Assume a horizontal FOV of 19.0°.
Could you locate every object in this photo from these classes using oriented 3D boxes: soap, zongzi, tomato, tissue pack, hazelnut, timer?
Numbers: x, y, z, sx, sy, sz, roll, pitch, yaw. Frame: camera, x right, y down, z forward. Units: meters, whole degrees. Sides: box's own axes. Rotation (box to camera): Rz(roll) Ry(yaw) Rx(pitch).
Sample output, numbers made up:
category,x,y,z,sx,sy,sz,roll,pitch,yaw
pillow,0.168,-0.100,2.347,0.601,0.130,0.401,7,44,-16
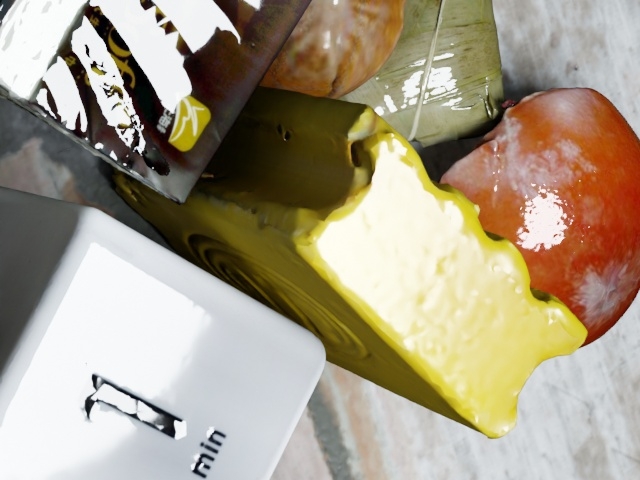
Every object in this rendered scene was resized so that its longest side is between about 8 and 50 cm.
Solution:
category,x,y,z,sx,sy,sz,roll,pitch,yaw
soap,0.000,0.000,1.210,0.096,0.324,0.204,-50,116,-11
zongzi,0.037,-0.156,1.364,0.178,0.081,0.189,-8,92,-13
tomato,0.180,-0.002,1.389,0.228,0.112,0.199,7,116,-48
tissue pack,-0.099,-0.230,1.153,0.198,0.210,0.370,34,88,-39
hazelnut,-0.014,-0.164,1.281,0.150,0.150,0.150,-4,98,-31
timer,-0.148,0.096,1.204,0.195,0.192,0.194,30,81,-31
